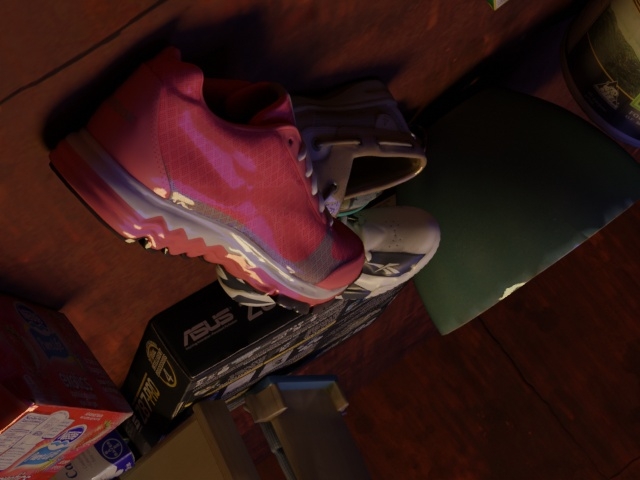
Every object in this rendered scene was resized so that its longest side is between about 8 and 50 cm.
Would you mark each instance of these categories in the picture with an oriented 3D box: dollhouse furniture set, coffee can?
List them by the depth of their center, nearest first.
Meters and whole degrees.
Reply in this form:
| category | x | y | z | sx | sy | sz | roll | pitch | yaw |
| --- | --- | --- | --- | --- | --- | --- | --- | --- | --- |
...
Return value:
| category | x | y | z | sx | sy | sz | roll | pitch | yaw |
| --- | --- | --- | --- | --- | --- | --- | --- | --- | --- |
| coffee can | 0.400 | -0.246 | 1.356 | 0.201 | 0.201 | 0.275 | -30 | 166 | -30 |
| dollhouse furniture set | -0.060 | 0.339 | 1.606 | 0.198 | 0.286 | 0.303 | -42 | 154 | 30 |

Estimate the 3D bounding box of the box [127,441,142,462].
| category | x | y | z | sx | sy | sz | roll | pitch | yaw |
| --- | --- | --- | --- | --- | --- | --- | --- | --- | --- |
| box | -0.224 | 0.367 | 1.804 | 0.143 | 0.165 | 0.270 | -31 | -175 | -27 |

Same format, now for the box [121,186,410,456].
| category | x | y | z | sx | sy | sz | roll | pitch | yaw |
| --- | --- | --- | --- | --- | --- | --- | --- | --- | --- |
| box | -0.053 | 0.104 | 1.633 | 0.395 | 0.097 | 0.318 | -30 | 164 | -27 |

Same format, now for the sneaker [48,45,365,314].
| category | x | y | z | sx | sy | sz | roll | pitch | yaw |
| --- | --- | --- | --- | --- | --- | --- | --- | --- | --- |
| sneaker | -0.043 | -0.042 | 0.951 | 0.136 | 0.116 | 0.314 | -53 | 143 | 11 |

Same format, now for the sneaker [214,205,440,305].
| category | x | y | z | sx | sy | sz | roll | pitch | yaw |
| --- | --- | --- | --- | --- | --- | --- | --- | --- | --- |
| sneaker | 0.000 | 0.000 | 1.305 | 0.234 | 0.094 | 0.153 | -5 | 164 | 8 |

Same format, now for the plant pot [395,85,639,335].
| category | x | y | z | sx | sy | sz | roll | pitch | yaw |
| --- | --- | --- | --- | --- | --- | --- | --- | --- | --- |
| plant pot | 0.197 | -0.057 | 1.460 | 0.290 | 0.195 | 0.290 | -35 | 176 | -3 |

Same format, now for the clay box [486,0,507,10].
| category | x | y | z | sx | sy | sz | roll | pitch | yaw |
| --- | --- | --- | --- | --- | --- | --- | --- | --- | --- |
| clay box | 0.208 | -0.286 | 1.028 | 0.222 | 0.053 | 0.127 | -39 | 168 | 1 |

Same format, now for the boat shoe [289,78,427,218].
| category | x | y | z | sx | sy | sz | roll | pitch | yaw |
| --- | --- | --- | --- | --- | --- | --- | --- | --- | --- |
| boat shoe | -0.015 | -0.060 | 1.127 | 0.302 | 0.098 | 0.109 | -23 | 161 | -48 |

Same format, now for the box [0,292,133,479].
| category | x | y | z | sx | sy | sz | roll | pitch | yaw |
| --- | --- | --- | --- | --- | --- | --- | --- | --- | --- |
| box | -0.267 | 0.128 | 1.063 | 0.128 | 0.123 | 0.257 | -37 | 168 | 1 |

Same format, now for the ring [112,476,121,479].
| category | x | y | z | sx | sy | sz | roll | pitch | yaw |
| --- | --- | --- | --- | --- | --- | --- | --- | --- | --- |
| ring | -0.349 | 0.340 | 1.338 | 0.336 | 0.032 | 0.337 | -21 | -153 | 11 |

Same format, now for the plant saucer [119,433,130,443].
| category | x | y | z | sx | sy | sz | roll | pitch | yaw |
| --- | --- | --- | --- | --- | --- | --- | --- | --- | --- |
| plant saucer | -0.324 | 0.265 | 1.562 | 0.195 | 0.037 | 0.195 | -25 | 170 | -5 |

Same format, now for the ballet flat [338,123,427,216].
| category | x | y | z | sx | sy | sz | roll | pitch | yaw |
| --- | --- | --- | --- | --- | --- | --- | --- | --- | --- |
| ballet flat | 0.049 | -0.085 | 1.309 | 0.221 | 0.077 | 0.079 | -25 | 145 | -60 |

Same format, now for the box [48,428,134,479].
| category | x | y | z | sx | sy | sz | roll | pitch | yaw |
| --- | --- | --- | --- | --- | --- | --- | --- | --- | --- |
| box | -0.280 | 0.210 | 1.320 | 0.137 | 0.126 | 0.072 | -34 | 169 | -15 |
